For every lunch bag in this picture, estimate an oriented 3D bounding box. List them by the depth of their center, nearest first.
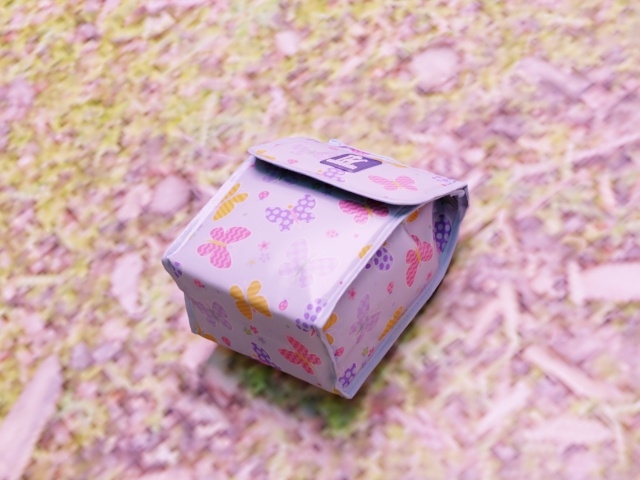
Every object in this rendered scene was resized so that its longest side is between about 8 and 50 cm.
[{"bbox_3d":[0.000,0.000,0.628,0.071,0.053,0.083,22,57,32],"label":"lunch bag"}]
